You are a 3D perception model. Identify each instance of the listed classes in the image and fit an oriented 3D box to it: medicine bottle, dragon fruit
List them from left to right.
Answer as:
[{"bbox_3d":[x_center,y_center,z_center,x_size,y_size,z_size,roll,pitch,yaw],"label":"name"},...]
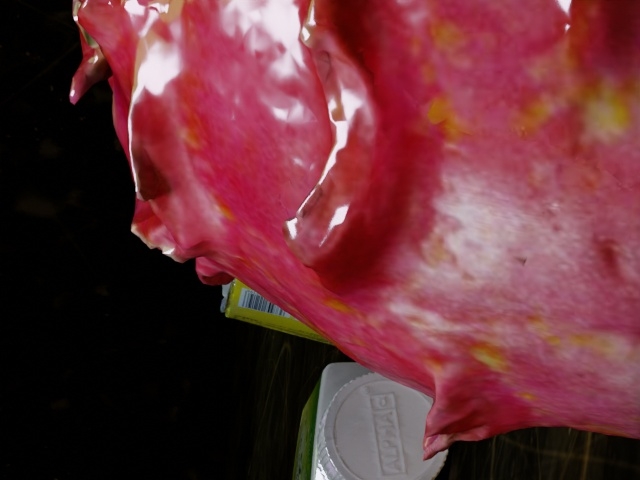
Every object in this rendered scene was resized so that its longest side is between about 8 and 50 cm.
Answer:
[{"bbox_3d":[0.033,0.158,1.325,0.188,0.088,0.132,111,166,-69],"label":"medicine bottle"},{"bbox_3d":[0.034,-0.102,0.719,0.386,0.249,0.370,46,-133,-80],"label":"dragon fruit"}]

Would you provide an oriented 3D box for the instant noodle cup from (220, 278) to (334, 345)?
[{"bbox_3d":[0.000,0.000,1.571,0.205,0.153,0.205,-173,90,-85],"label":"instant noodle cup"}]
